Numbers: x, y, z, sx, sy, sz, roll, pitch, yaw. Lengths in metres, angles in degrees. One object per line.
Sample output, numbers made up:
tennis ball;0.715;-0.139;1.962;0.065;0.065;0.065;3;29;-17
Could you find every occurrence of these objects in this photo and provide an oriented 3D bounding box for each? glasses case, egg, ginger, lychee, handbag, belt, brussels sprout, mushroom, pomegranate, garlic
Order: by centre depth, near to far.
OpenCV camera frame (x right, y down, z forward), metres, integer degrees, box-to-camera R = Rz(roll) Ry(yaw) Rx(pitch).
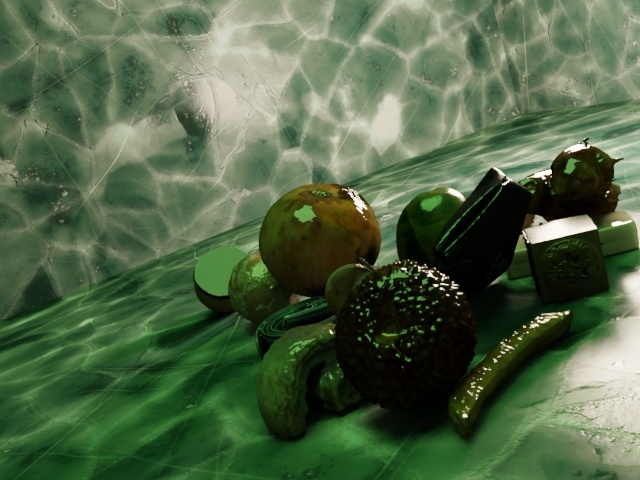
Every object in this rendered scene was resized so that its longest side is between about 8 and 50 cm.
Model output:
lychee;0.158;0.171;1.344;0.267;0.268;0.267;-17;12;4
mushroom;-0.015;0.241;1.460;0.267;0.164;0.189;-23;14;-24
garlic;0.096;0.139;1.582;0.207;0.207;0.257;-15;-18;11
handbag;0.322;0.031;1.678;0.152;0.342;0.288;36;56;24
belt;-0.029;0.207;1.737;0.267;0.116;0.206;-23;17;-33
glasses case;0.595;0.009;1.837;0.312;0.070;0.131;-15;13;13
ginger;0.666;-0.135;1.918;0.254;0.176;0.418;-29;-22;35
pomegranate;0.000;0.000;1.919;0.322;0.322;0.322;-17;12;4
brussels sprout;0.296;-0.004;1.986;0.210;0.219;0.271;-17;-21;-21
egg;-0.153;0.126;2.070;0.203;0.203;0.245;-19;10;-5

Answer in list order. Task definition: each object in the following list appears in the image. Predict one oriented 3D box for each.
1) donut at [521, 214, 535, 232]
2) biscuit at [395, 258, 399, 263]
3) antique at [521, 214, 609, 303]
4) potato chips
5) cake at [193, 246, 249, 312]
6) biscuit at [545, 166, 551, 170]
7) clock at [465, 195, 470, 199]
donut;0.534;-0.069;2.231;0.199;0.085;0.233;-22;13;-15
biscuit;0.336;0.041;2.186;0.231;0.016;0.139;-18;13;0
antique;0.523;0.041;1.629;0.151;0.147;0.148;-14;15;12
potato chips;0.325;0.218;1.329;0.080;0.057;0.407;12;28;40
cake;-0.289;0.141;2.337;0.207;0.178;0.185;27;59;26
biscuit;0.698;-0.154;2.154;0.131;0.026;0.237;-18;-33;7
clock;0.492;-0.100;2.518;0.226;0.049;0.226;-18;13;4
